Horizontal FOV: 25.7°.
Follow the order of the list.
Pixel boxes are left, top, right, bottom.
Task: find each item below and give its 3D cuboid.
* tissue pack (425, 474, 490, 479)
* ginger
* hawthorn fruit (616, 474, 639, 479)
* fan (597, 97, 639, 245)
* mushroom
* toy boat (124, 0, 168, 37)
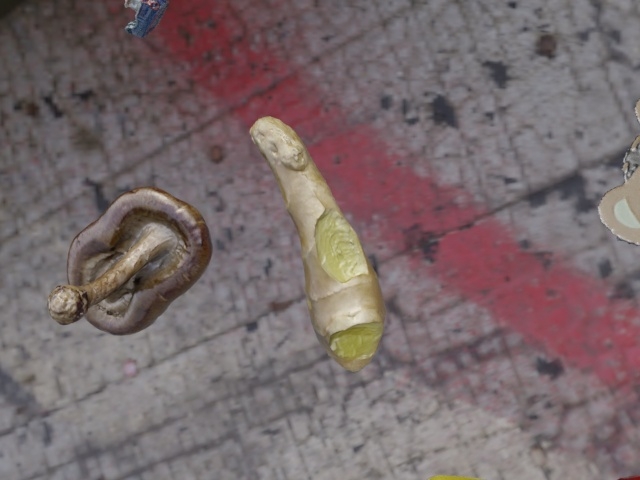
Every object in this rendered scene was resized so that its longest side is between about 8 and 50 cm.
[{"bbox_3d":[0.147,0.335,1.454,0.123,0.127,0.178,8,83,1],"label":"tissue pack"},{"bbox_3d":[0.000,0.000,1.524,0.086,0.131,0.294,-22,93,-1],"label":"ginger"},{"bbox_3d":[0.338,0.313,1.442,0.194,0.157,0.157,14,103,41],"label":"hawthorn fruit"},{"bbox_3d":[0.310,-0.026,0.949,0.227,0.152,0.008,20,144,15],"label":"fan"},{"bbox_3d":[-0.253,0.051,1.595,0.148,0.217,0.227,44,126,6],"label":"mushroom"},{"bbox_3d":[-0.156,-0.210,1.245,0.038,0.038,0.083,65,154,10],"label":"toy boat"}]
